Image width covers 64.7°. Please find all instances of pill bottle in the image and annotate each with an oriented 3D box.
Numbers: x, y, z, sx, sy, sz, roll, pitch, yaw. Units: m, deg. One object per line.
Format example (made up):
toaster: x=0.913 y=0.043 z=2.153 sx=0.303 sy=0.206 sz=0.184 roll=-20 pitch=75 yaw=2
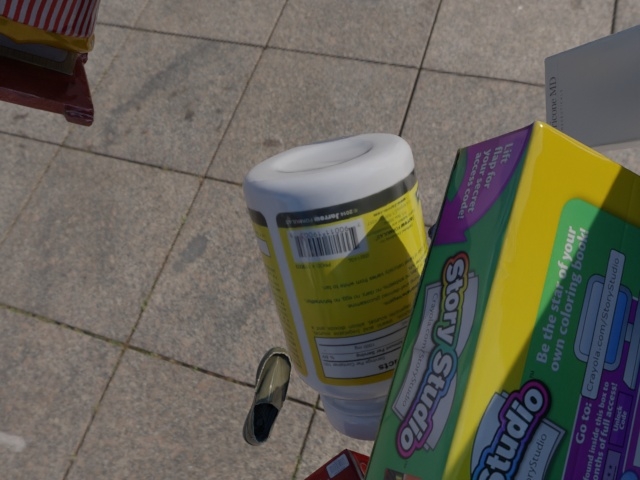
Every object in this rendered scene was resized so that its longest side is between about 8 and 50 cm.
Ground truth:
pill bottle: x=0.039 y=0.059 z=0.598 sx=0.187 sy=0.334 sz=0.188 roll=-11 pitch=22 yaw=5

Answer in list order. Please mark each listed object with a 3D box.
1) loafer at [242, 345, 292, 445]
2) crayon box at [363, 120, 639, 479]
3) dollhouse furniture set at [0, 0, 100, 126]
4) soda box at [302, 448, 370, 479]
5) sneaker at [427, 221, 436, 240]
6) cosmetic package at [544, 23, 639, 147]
loafer: x=-0.123 y=0.393 z=1.269 sx=0.094 sy=0.087 sz=0.251 roll=17 pitch=78 yaw=-17
crayon box: x=0.217 y=0.139 z=0.416 sx=0.312 sy=0.106 sz=0.363 roll=21 pitch=80 yaw=-17
dollhouse furniture set: x=-0.280 y=-0.211 z=0.233 sx=0.373 sy=0.201 sz=0.152 roll=5 pitch=48 yaw=-37
soda box: x=-0.032 y=0.360 z=0.595 sx=0.263 sy=0.092 sz=0.083 roll=-39 pitch=47 yaw=8
sneaker: x=0.289 y=0.008 z=0.841 sx=0.221 sy=0.083 sz=0.087 roll=10 pitch=68 yaw=4
cosmetic package: x=0.686 y=-0.313 z=1.010 sx=0.161 sy=0.453 sz=0.230 roll=-5 pitch=93 yaw=-24
